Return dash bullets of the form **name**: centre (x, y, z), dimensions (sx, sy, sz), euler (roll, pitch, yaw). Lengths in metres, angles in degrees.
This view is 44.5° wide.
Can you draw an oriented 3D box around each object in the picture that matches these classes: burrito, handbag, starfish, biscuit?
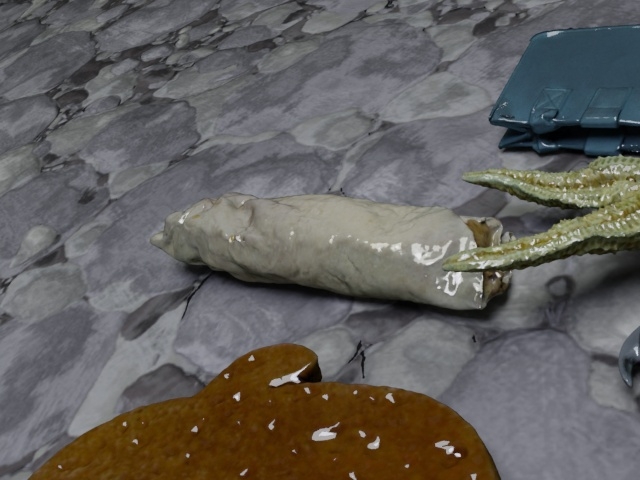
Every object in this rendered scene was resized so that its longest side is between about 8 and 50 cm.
- **burrito**: centre (0.000, 0.000, 0.771), dimensions (0.392, 0.076, 0.117), euler (7, 39, 34)
- **handbag**: centre (0.304, -0.147, 0.792), dimensions (0.229, 0.062, 0.179), euler (6, 48, 36)
- **starfish**: centre (0.278, -0.057, 0.621), dimensions (0.347, 0.078, 0.358), euler (-44, 27, -27)
- **biscuit**: centre (-0.063, 0.216, 0.531), dimensions (0.394, 0.070, 0.350), euler (-5, 37, 24)

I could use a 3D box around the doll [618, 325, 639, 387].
- **doll**: centre (0.272, 0.050, 0.553), dimensions (0.104, 0.062, 0.194), euler (4, 37, 32)
